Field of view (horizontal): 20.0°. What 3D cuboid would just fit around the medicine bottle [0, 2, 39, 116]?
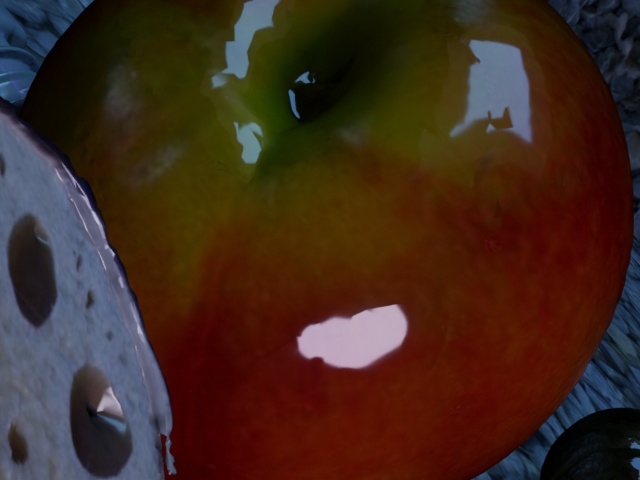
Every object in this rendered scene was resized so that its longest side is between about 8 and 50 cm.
[{"bbox_3d":[-0.296,-0.167,1.149,0.324,0.124,0.179,49,16,16],"label":"medicine bottle"}]

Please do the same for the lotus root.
[{"bbox_3d":[-0.184,0.080,0.673,0.272,0.192,0.272,-12,90,-77],"label":"lotus root"}]

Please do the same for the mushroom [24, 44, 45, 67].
[{"bbox_3d":[-0.220,-0.114,1.295,0.223,0.081,0.092,47,-5,14],"label":"mushroom"}]

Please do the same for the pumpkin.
[{"bbox_3d":[0.294,0.245,1.597,0.224,0.157,0.223,33,28,-20],"label":"pumpkin"}]

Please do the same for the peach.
[{"bbox_3d":[0.000,0.000,1.077,0.388,0.388,0.388,42,16,-15],"label":"peach"}]
